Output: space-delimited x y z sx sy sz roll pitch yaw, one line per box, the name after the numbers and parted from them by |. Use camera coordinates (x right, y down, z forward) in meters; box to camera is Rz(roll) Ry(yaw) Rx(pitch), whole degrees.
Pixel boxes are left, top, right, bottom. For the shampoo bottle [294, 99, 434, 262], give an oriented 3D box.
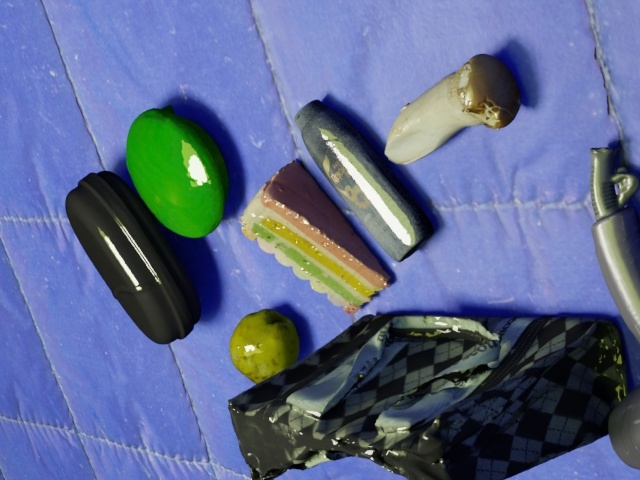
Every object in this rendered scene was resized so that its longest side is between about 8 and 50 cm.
0.052 -0.081 1.509 0.234 0.049 0.087 52 139 10 | shampoo bottle

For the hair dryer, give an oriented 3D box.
0.377 0.056 1.209 0.301 0.121 0.361 -33 83 44 | hair dryer

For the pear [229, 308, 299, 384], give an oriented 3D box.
-0.086 0.163 1.779 0.107 0.107 0.131 44 132 19 | pear

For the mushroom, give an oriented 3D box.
0.146 -0.144 1.355 0.084 0.071 0.209 33 150 -19 | mushroom

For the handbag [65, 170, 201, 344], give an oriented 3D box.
-0.308 0.032 1.903 0.308 0.093 0.254 57 160 -2 | handbag

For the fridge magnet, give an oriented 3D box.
-0.214 -0.102 1.761 0.208 0.088 0.208 28 133 35 | fridge magnet

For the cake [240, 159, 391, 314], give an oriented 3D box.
-0.014 0.008 1.613 0.225 0.090 0.109 51 138 10 | cake

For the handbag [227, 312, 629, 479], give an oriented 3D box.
0.113 0.197 1.408 0.416 0.317 0.180 -5 103 49 | handbag
